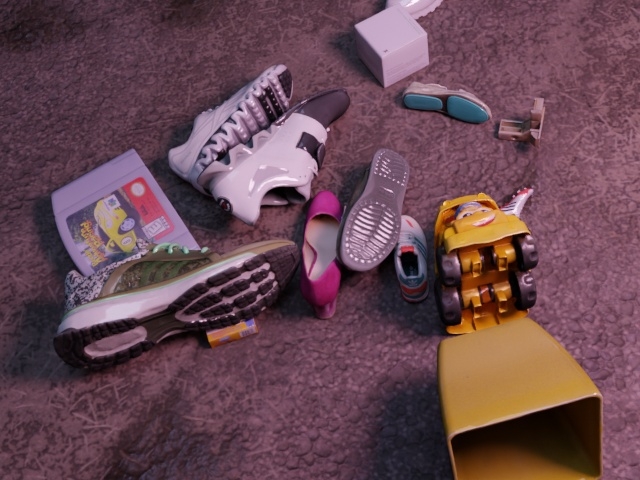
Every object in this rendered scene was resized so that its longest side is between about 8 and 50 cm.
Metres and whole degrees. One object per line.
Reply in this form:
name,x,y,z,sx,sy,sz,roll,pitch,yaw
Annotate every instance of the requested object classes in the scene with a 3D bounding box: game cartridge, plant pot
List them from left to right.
game cartridge,-0.343,-0.014,1.885,0.196,0.060,0.294,-33,59,-7
plant pot,0.266,0.236,1.550,0.212,0.212,0.187,-15,44,0

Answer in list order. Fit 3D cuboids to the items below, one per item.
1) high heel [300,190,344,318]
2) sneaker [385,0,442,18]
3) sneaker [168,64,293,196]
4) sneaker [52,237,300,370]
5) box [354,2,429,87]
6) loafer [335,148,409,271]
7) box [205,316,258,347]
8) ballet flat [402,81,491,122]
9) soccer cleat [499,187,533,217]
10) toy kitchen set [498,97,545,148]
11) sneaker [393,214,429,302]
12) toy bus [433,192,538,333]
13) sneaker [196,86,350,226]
high heel,0.000,0.000,1.781,0.082,0.117,0.244,2,58,10
sneaker,0.216,-0.511,2.084,0.235,0.095,0.090,-38,62,-13
sneaker,-0.160,-0.215,1.956,0.118,0.110,0.292,25,64,32
sneaker,-0.237,0.050,1.734,0.410,0.158,0.182,-18,56,-5
box,0.131,-0.359,2.004,0.102,0.087,0.101,-29,58,-9
loafer,0.084,-0.039,1.807,0.094,0.087,0.251,30,52,-8
box,-0.160,0.103,1.796,0.081,0.028,0.136,-19,59,-3
ballet flat,0.229,-0.254,1.944,0.168,0.057,0.052,16,52,18
soccer cleat,0.326,-0.055,1.819,0.083,0.029,0.036,-35,68,-10
toy kitchen set,0.343,-0.194,1.869,0.075,0.083,0.068,7,59,13
sneaker,0.146,0.016,1.773,0.057,0.075,0.161,-7,57,4
toy bus,0.238,0.003,1.689,0.149,0.220,0.211,-11,51,-1
sneaker,-0.048,-0.139,1.889,0.330,0.122,0.146,-39,85,-26
